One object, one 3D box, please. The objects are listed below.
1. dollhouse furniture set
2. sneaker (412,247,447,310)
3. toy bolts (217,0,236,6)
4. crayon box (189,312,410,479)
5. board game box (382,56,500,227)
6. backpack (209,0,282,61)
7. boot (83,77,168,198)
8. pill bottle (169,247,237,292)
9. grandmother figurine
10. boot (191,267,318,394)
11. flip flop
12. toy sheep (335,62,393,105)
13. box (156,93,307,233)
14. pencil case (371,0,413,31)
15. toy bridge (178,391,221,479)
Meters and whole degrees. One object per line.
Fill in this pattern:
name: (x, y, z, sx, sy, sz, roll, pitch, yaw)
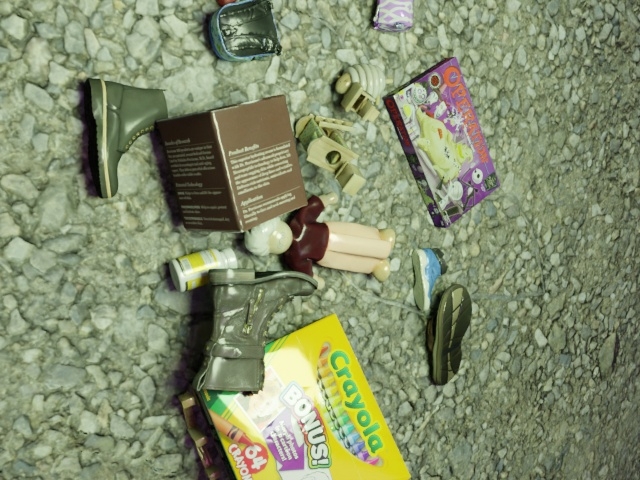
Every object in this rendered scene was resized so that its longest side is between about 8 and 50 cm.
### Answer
dollhouse furniture set: (0.044, -0.210, 1.062, 0.101, 0.182, 0.161, 24, 115, -31)
sneaker: (0.271, 0.092, 1.343, 0.085, 0.058, 0.152, -8, 95, -20)
toy bolts: (-0.116, -0.533, 0.950, 0.218, 0.158, 0.228, 41, 77, -37)
crayon box: (-0.040, 0.374, 1.099, 0.313, 0.106, 0.362, -22, 83, -25)
board game box: (0.296, -0.228, 1.318, 0.208, 0.056, 0.346, -38, 114, -25)
backpack: (-0.144, -0.378, 1.013, 0.114, 0.084, 0.105, -23, 110, -30)
boot: (-0.322, -0.172, 0.952, 0.137, 0.077, 0.197, -6, 102, -35)
pill bottle: (-0.219, 0.051, 1.047, 0.116, 0.065, 0.065, -17, 106, -27)
grandmother figurine: (0.000, 0.000, 1.151, 0.343, 0.104, 0.207, 6, 86, -33)
boot: (-0.117, 0.169, 1.039, 0.263, 0.091, 0.228, 6, 82, -39)
flip flop: (0.307, 0.233, 1.383, 0.112, 0.080, 0.277, -18, 121, -32)
toy sheep: (0.091, -0.326, 1.160, 0.132, 0.091, 0.091, -13, 104, -24)
box: (-0.152, -0.133, 0.978, 0.168, 0.167, 0.203, -26, 110, -43)
pencil case: (0.152, -0.541, 1.166, 0.088, 0.086, 0.206, 0, 97, -7)
toy bridge: (-0.240, 0.381, 1.086, 0.026, 0.063, 0.188, -22, 107, -26)
